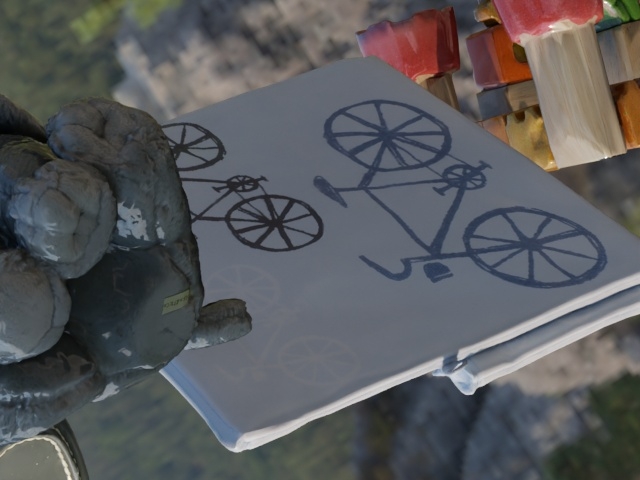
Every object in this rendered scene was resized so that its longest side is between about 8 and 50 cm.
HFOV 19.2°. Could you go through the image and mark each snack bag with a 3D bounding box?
[{"bbox_3d":[0.000,0.000,1.200,0.323,0.343,0.037,40,138,40],"label":"snack bag"}]

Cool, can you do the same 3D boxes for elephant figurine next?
[{"bbox_3d":[-0.181,-0.018,0.886,0.239,0.169,0.186,21,136,30],"label":"elephant figurine"}]

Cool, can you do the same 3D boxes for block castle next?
[{"bbox_3d":[0.284,-0.192,1.570,0.303,0.453,0.212,-13,93,64],"label":"block castle"}]

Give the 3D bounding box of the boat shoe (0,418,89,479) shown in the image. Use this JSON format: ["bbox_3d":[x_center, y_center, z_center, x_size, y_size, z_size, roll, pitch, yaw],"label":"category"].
[{"bbox_3d":[-0.143,0.218,0.958,0.099,0.116,0.319,29,126,40],"label":"boat shoe"}]
